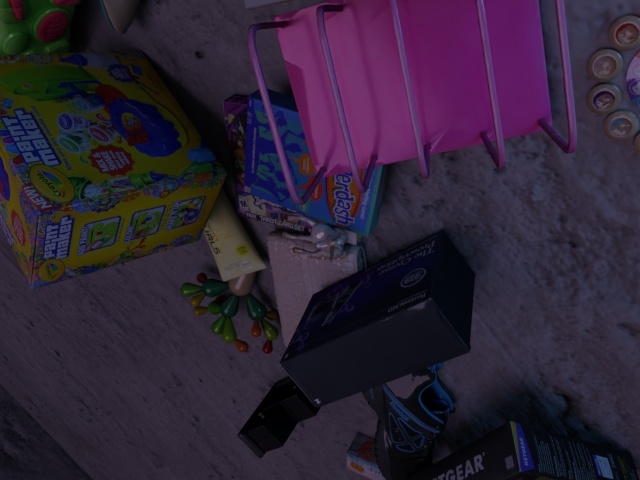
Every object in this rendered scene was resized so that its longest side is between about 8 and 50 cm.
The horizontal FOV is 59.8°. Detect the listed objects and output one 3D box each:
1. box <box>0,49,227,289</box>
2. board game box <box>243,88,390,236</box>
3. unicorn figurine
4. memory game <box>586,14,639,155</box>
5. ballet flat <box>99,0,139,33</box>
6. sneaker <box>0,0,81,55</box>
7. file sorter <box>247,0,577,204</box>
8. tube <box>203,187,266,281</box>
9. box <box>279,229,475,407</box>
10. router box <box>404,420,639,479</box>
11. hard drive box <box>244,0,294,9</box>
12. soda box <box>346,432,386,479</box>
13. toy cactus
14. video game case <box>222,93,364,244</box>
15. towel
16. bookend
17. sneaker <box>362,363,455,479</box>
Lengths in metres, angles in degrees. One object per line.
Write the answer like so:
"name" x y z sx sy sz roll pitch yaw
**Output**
"box" -0.351 -0.123 0.850 0.290 0.279 0.177 53 137 18
"board game box" -0.007 -0.112 0.797 0.210 0.047 0.160 20 128 16
"unicorn figurine" 0.000 0.000 0.842 0.111 0.162 0.060 12 88 22
"memory game" 0.380 -0.172 0.588 0.186 0.012 0.186 17 130 22
"ballet flat" -0.289 -0.426 0.794 0.086 0.086 0.248 12 126 26
"sneaker" -0.512 -0.401 0.910 0.483 0.185 0.202 -28 82 44
"file sorter" 0.096 -0.167 0.584 0.290 0.182 0.202 -10 111 14
"tube" -0.184 -0.039 1.004 0.070 0.062 0.240 5 123 52
"box" 0.088 0.117 0.826 0.261 0.184 0.103 -29 110 29
"router box" 0.325 0.420 0.937 0.243 0.081 0.309 18 136 -16
"hard drive box" 0.048 -0.310 0.549 0.181 0.232 0.089 3 123 30
"soda box" 0.147 0.480 1.177 0.183 0.058 0.063 15 129 22
"toy cactus" -0.164 0.115 1.104 0.219 0.112 0.180 33 115 12
"video game case" -0.039 -0.112 0.880 0.232 0.042 0.210 15 127 24
"towel" -0.001 0.115 1.016 0.187 0.049 0.282 10 126 26
"bookend" -0.070 0.356 1.159 0.072 0.157 0.156 47 134 -6
"sneaker" 0.173 0.342 1.016 0.139 0.125 0.341 0 123 30
